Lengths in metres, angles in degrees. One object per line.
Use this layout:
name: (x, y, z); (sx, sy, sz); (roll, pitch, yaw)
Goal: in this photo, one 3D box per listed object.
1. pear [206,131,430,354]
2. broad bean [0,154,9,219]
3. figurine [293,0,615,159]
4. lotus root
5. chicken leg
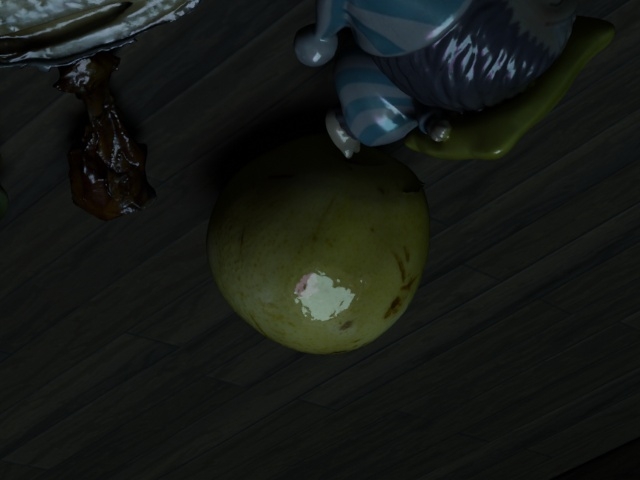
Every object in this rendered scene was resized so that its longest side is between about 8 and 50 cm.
pear: (0.000, 0.000, 1.884); (0.309, 0.309, 0.309); (-10, 150, -6)
broad bean: (-0.469, -0.072, 1.742); (0.153, 0.072, 0.207); (-30, 160, -7)
figurine: (0.092, -0.295, 1.578); (0.361, 0.266, 0.378); (-8, 127, 45)
lotus root: (-0.284, -0.282, 1.513); (0.329, 0.078, 0.167); (-14, 127, 4)
chicken leg: (-0.276, -0.142, 1.743); (0.113, 0.093, 0.304); (-24, 145, -18)
